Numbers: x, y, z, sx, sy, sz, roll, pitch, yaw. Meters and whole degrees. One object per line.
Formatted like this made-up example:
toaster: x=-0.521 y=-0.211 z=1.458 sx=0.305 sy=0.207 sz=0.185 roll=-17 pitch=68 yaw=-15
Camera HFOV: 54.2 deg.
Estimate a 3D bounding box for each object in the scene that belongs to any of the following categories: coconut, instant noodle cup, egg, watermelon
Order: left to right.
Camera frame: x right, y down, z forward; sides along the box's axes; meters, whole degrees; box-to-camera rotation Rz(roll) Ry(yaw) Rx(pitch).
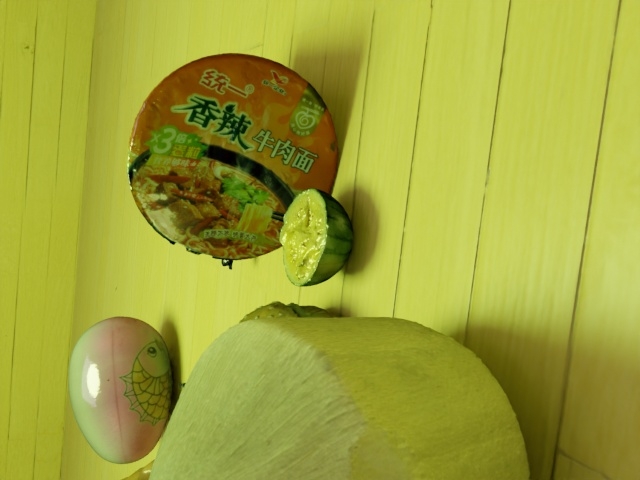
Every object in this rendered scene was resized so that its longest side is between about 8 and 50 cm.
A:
egg: x=-0.377 y=0.281 z=1.193 sx=0.196 sy=0.196 sz=0.271 roll=-4 pitch=91 yaw=61
instant noodle cup: x=-0.115 y=-0.116 z=0.748 sx=0.182 sy=0.230 sz=0.230 roll=-128 pitch=48 yaw=-61
watermelon: x=0.000 y=0.000 z=0.670 sx=0.105 sy=0.062 sz=0.105 roll=-33 pitch=51 yaw=54
coconut: x=0.001 y=0.170 z=0.435 sx=0.237 sy=0.266 sz=0.237 roll=-9 pitch=78 yaw=47

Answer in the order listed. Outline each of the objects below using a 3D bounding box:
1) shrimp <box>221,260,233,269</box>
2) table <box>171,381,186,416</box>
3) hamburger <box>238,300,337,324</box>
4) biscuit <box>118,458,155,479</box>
shrimp: x=-0.145 y=-0.074 z=0.967 sx=0.198 sy=0.051 sz=0.261 roll=153 pitch=119 yaw=-65
table: x=-0.169 y=0.250 z=0.928 sx=0.070 sy=0.082 sz=0.083 roll=53 pitch=131 yaw=49
hamburger: x=-0.040 y=0.161 z=0.666 sx=0.215 sy=0.122 sz=0.189 roll=-50 pitch=45 yaw=44
biscuit: x=-0.180 y=0.440 z=0.796 sx=0.312 sy=0.057 sz=0.351 roll=33 pitch=115 yaw=16
